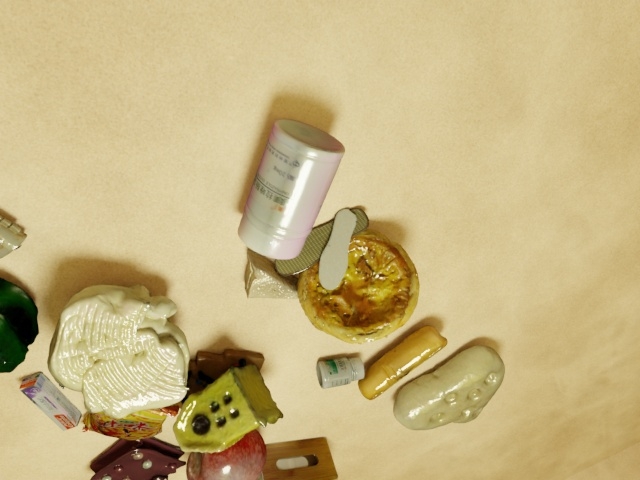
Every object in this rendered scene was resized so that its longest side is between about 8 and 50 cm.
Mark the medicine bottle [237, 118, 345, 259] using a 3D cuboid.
[{"bbox_3d":[-0.065,-0.102,0.970,0.152,0.152,0.253,11,119,-25],"label":"medicine bottle"}]

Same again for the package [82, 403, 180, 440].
[{"bbox_3d":[-0.494,0.435,1.204,0.224,0.108,0.288,15,138,-20],"label":"package"}]

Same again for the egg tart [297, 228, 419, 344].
[{"bbox_3d":[0.089,0.112,1.143,0.291,0.290,0.115,-23,163,-2],"label":"egg tart"}]

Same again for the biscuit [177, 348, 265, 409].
[{"bbox_3d":[-0.295,0.384,1.298,0.302,0.043,0.278,-26,128,0],"label":"biscuit"}]

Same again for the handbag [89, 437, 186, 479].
[{"bbox_3d":[-0.540,0.673,1.398,0.203,0.074,0.216,-37,127,9],"label":"handbag"}]

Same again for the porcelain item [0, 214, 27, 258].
[{"bbox_3d":[-0.653,-0.056,0.863,0.084,0.054,0.213,-33,127,3],"label":"porcelain item"}]

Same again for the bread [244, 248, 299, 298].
[{"bbox_3d":[-0.106,0.083,1.133,0.152,0.077,0.105,2,124,-22],"label":"bread"}]

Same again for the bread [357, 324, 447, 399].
[{"bbox_3d":[0.244,0.366,1.431,0.305,0.091,0.142,-40,170,9],"label":"bread"}]

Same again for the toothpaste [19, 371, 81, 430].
[{"bbox_3d":[-0.675,0.408,1.189,0.047,0.040,0.196,-18,128,-4],"label":"toothpaste"}]

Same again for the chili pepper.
[{"bbox_3d":[-0.683,0.147,0.930,0.165,0.173,0.261,-8,131,17],"label":"chili pepper"}]

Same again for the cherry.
[{"bbox_3d":[-0.265,0.655,1.396,0.240,0.206,0.239,-6,113,-15],"label":"cherry"}]

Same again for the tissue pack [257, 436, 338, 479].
[{"bbox_3d":[-0.088,0.777,1.574,0.246,0.159,0.135,0,125,-20],"label":"tissue pack"}]

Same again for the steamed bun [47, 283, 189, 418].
[{"bbox_3d":[-0.442,0.233,1.046,0.275,0.206,0.319,-24,107,-22],"label":"steamed bun"}]

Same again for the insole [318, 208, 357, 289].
[{"bbox_3d":[0.040,0.019,1.107,0.065,0.004,0.197,13,81,7],"label":"insole"}]

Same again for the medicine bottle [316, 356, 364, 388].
[{"bbox_3d":[0.059,0.390,1.401,0.131,0.080,0.080,-7,125,-15],"label":"medicine bottle"}]

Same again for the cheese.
[{"bbox_3d":[0.433,0.481,1.562,0.351,0.129,0.328,5,124,-24],"label":"cheese"}]

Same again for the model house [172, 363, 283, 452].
[{"bbox_3d":[-0.239,0.444,1.185,0.234,0.174,0.193,-38,165,2],"label":"model house"}]

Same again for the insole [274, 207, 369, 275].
[{"bbox_3d":[0.000,0.000,1.120,0.253,0.086,0.005,-32,168,-1],"label":"insole"}]
